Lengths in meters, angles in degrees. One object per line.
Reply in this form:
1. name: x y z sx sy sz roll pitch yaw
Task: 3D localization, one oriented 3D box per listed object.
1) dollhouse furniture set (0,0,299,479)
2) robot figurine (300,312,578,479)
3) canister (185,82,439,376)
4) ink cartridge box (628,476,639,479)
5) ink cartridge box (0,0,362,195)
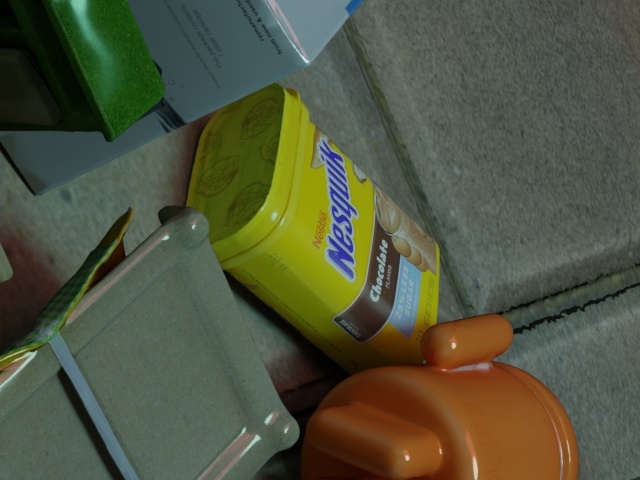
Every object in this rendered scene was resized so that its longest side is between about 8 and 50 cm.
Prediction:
1. dollhouse furniture set: -0.160 0.030 0.800 0.197 0.151 0.301 -45 125 -36
2. robot figurine: 0.073 0.137 1.009 0.219 0.128 0.158 2 64 -54
3. canister: 0.000 0.000 1.048 0.170 0.073 0.126 42 38 -34
4. ink cartridge box: 0.209 0.240 1.064 0.273 0.197 0.114 -29 92 -59
5. ink cartridge box: -0.077 -0.116 0.903 0.082 0.190 0.139 57 33 -15
